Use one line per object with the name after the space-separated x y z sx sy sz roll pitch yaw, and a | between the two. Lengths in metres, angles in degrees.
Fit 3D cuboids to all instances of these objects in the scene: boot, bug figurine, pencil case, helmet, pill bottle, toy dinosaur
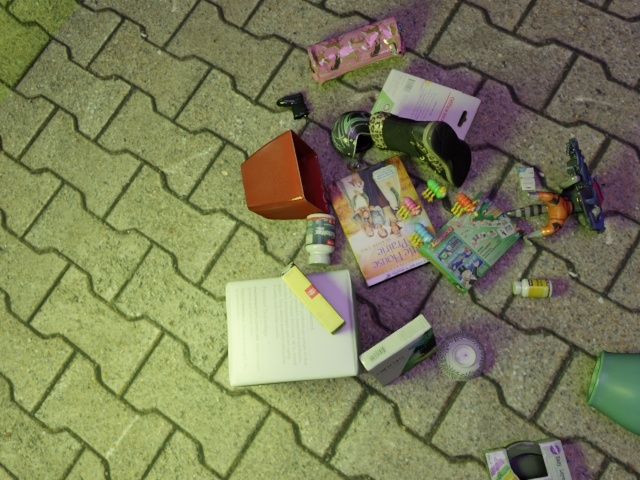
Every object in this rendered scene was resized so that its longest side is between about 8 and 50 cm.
0.358 -0.328 1.779 0.284 0.377 0.138 25 89 37 | boot
0.401 -0.109 1.743 0.279 0.072 0.216 -35 60 -11 | bug figurine
-0.109 -0.529 2.006 0.121 0.045 0.099 -17 78 3 | boot
0.136 -0.741 1.964 0.386 0.167 0.160 -18 111 4 | pencil case
0.119 -0.400 1.885 0.162 0.169 0.169 -22 75 -13 | helmet
0.727 0.164 1.722 0.117 0.065 0.065 0 77 8 | pill bottle
0.118 -0.282 1.899 0.090 0.082 0.047 -37 102 -38 | toy dinosaur
0.000 0.000 1.837 0.108 0.108 0.180 0 78 8 | pill bottle

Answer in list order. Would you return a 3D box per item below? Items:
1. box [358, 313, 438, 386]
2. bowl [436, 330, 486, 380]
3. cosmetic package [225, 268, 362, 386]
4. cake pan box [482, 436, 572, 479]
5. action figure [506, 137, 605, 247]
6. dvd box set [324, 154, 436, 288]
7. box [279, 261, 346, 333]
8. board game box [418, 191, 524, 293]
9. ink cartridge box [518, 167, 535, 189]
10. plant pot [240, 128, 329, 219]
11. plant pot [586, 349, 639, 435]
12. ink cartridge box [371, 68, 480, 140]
0.260 0.362 1.609 0.232 0.322 0.058 -34 62 0 | box
0.482 0.390 1.697 0.170 0.080 0.170 -2 76 7 | bowl
-0.072 0.300 1.665 0.394 0.329 0.327 -7 75 6 | cosmetic package
0.670 0.775 1.592 0.246 0.070 0.266 -11 76 3 | cake pan box
0.821 -0.167 1.721 0.330 0.178 0.341 -18 98 -14 | action figure
0.231 -0.072 1.844 0.308 0.062 0.420 -22 75 2 | dvd box set
-0.023 0.172 1.475 0.058 0.087 0.232 -41 73 -5 | box
0.531 0.003 1.758 0.317 0.046 0.213 -41 78 -14 | board game box
0.751 -0.220 1.825 0.048 0.028 0.083 -2 77 7 | ink cartridge box
-0.140 -0.208 1.841 0.236 0.267 0.267 -16 75 17 | plant pot
0.972 0.464 1.531 0.255 0.272 0.271 16 80 25 | plant pot
0.393 -0.480 1.886 0.354 0.119 0.207 24 81 13 | ink cartridge box
